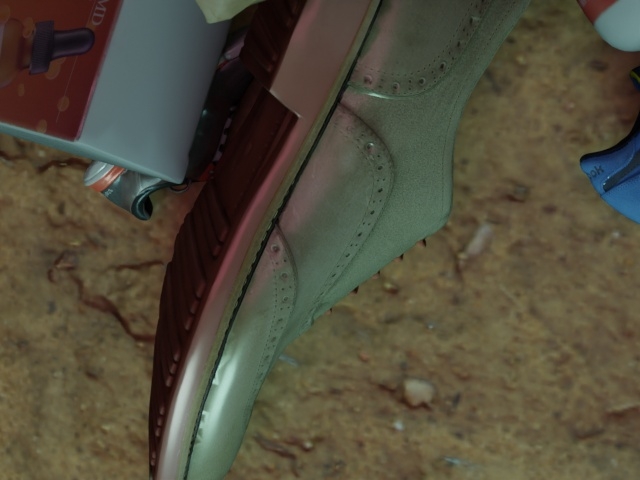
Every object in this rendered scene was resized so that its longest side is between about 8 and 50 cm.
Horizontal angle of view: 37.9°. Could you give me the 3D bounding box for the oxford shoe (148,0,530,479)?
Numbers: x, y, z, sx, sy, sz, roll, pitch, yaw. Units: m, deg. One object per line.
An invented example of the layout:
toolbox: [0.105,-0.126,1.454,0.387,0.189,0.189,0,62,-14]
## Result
oxford shoe: [0.000,0.000,0.544,0.146,0.140,0.397,15,115,-19]

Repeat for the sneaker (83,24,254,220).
sneaker: [-0.079,-0.073,0.600,0.158,0.061,0.065,-39,109,17]

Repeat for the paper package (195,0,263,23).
paper package: [-0.002,-0.294,0.301,0.325,0.168,0.309,57,137,5]

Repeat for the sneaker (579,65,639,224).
sneaker: [0.230,-0.101,0.517,0.082,0.069,0.209,40,102,9]

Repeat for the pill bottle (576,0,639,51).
pill bottle: [0.140,-0.294,0.443,0.210,0.210,0.363,-32,89,13]

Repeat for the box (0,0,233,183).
box: [-0.150,-0.121,0.547,0.170,0.091,0.130,16,88,31]
